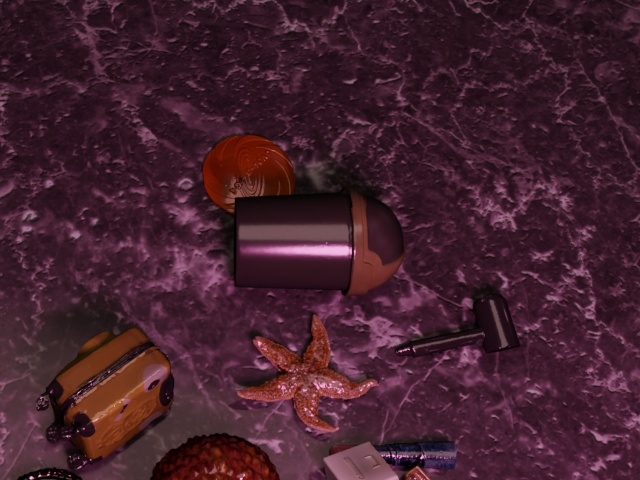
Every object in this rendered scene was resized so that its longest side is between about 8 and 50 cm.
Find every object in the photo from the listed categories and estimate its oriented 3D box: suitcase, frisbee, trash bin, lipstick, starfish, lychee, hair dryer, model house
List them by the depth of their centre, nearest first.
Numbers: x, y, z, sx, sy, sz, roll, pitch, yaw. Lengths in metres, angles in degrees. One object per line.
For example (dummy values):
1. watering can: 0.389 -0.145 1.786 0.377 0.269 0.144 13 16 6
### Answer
1. lychee: -0.166 0.445 1.728 0.236 0.236 0.271 -14 59 -18
2. suitcase: -0.374 0.265 1.818 0.235 0.194 0.143 -36 69 -24
3. model house: 0.076 0.462 1.873 0.100 0.149 0.127 -14 28 -19
4. lipstick: 0.135 0.399 1.958 0.234 0.053 0.053 4 66 -6
5. starfish: -0.028 0.252 1.974 0.277 0.062 0.235 -3 67 -12
6. trash bin: 0.000 0.000 2.009 0.334 0.214 0.214 2 67 -6
7. hair dryer: 0.264 0.184 2.076 0.248 0.070 0.114 -11 71 -7
8. frisbee: -0.144 -0.135 2.130 0.192 0.035 0.192 5 65 -11

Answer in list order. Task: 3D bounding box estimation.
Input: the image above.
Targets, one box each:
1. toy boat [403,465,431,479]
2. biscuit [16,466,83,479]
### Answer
1. toy boat: 0.222 0.509 1.911 0.064 0.072 0.206 -30 76 -22
2. biscuit: -0.465 0.483 1.780 0.195 0.053 0.194 4 67 -10
